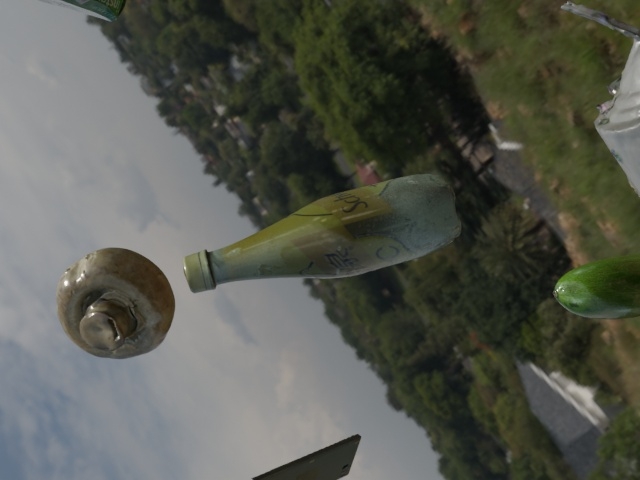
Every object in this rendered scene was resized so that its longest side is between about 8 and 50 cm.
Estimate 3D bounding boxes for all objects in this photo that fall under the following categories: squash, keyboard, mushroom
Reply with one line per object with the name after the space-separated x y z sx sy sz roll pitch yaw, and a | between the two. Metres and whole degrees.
0.562 0.070 1.459 0.107 0.395 0.107 16 108 59 | squash
-0.019 0.252 0.924 0.014 0.055 0.176 33 -155 32 | keyboard
-0.283 0.089 1.178 0.166 0.166 0.127 53 -161 -13 | mushroom

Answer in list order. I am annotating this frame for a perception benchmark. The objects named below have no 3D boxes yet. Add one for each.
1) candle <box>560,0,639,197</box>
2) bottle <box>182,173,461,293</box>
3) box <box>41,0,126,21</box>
0.368 -0.119 0.839 0.330 0.187 0.187 53 178 -11 | candle
0.000 0.000 0.837 0.083 0.269 0.083 166 90 -83 | bottle
-0.407 -0.401 1.223 0.180 0.103 0.250 22 -174 28 | box
